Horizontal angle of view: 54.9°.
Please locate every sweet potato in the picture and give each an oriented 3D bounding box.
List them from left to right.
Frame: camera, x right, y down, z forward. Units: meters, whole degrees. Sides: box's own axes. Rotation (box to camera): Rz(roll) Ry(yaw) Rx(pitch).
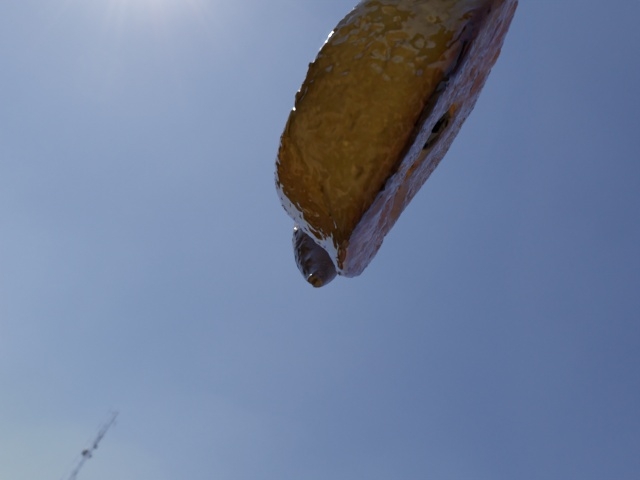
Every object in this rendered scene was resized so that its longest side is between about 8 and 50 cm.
[{"bbox_3d":[0.002,0.002,1.233,0.131,0.336,0.131,-1,-70,-3],"label":"sweet potato"}]

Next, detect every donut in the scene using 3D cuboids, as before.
[{"bbox_3d":[0.065,-0.116,0.573,0.110,0.303,0.303,32,-38,12],"label":"donut"}]
